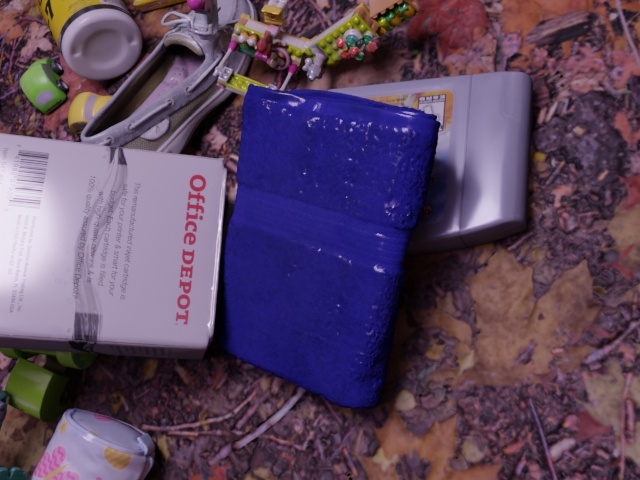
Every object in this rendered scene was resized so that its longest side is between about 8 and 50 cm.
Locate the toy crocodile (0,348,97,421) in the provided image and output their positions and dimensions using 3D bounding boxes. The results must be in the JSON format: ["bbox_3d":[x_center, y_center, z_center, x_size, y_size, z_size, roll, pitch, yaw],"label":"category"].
[{"bbox_3d":[-0.328,0.064,0.894,0.115,0.105,0.340,4,71,15],"label":"toy crocodile"}]

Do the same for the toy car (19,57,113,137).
[{"bbox_3d":[-0.423,-0.204,1.049,0.239,0.053,0.225,-34,62,12],"label":"toy car"}]

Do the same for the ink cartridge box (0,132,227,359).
[{"bbox_3d":[-0.272,0.013,0.777,0.307,0.129,0.223,6,72,-11],"label":"ink cartridge box"}]

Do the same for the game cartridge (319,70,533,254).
[{"bbox_3d":[0.083,-0.083,0.768,0.297,0.062,0.198,-1,69,25],"label":"game cartridge"}]

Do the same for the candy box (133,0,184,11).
[{"bbox_3d":[-0.230,-0.459,1.058,0.105,0.027,0.206,-5,71,27],"label":"candy box"}]

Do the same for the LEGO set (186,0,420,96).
[{"bbox_3d":[-0.027,-0.230,0.806,0.287,0.132,0.107,8,51,18],"label":"LEGO set"}]

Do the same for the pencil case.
[{"bbox_3d":[-0.294,0.334,0.773,0.124,0.113,0.273,20,83,23],"label":"pencil case"}]

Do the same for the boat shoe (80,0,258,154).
[{"bbox_3d":[-0.194,-0.222,0.902,0.118,0.103,0.320,24,72,30],"label":"boat shoe"}]

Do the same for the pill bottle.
[{"bbox_3d":[-0.362,-0.352,1.033,0.119,0.119,0.208,-39,60,9],"label":"pill bottle"}]

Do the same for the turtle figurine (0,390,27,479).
[{"bbox_3d":[-0.441,0.248,0.797,0.175,0.118,0.234,-30,34,-30],"label":"turtle figurine"}]

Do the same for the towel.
[{"bbox_3d":[0.000,0.000,0.718,0.227,0.076,0.308,18,104,32],"label":"towel"}]
